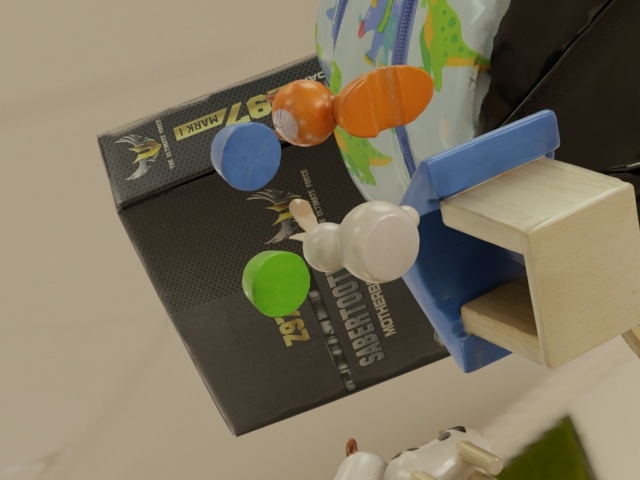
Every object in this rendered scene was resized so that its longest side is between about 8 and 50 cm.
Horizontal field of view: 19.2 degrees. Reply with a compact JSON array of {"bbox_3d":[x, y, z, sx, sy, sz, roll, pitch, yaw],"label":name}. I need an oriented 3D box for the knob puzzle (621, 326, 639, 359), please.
[{"bbox_3d":[0.254,0.059,1.454,0.030,0.213,0.213,-31,-22,25],"label":"knob puzzle"}]

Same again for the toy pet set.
[{"bbox_3d":[0.020,0.006,0.473,0.114,0.122,0.065,-24,25,-26],"label":"toy pet set"}]

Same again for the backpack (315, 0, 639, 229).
[{"bbox_3d":[0.159,-0.133,0.832,0.290,0.355,0.273,31,-14,-38],"label":"backpack"}]

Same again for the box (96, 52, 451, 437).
[{"bbox_3d":[0.000,0.000,1.042,0.183,0.059,0.232,-20,-40,0],"label":"box"}]
